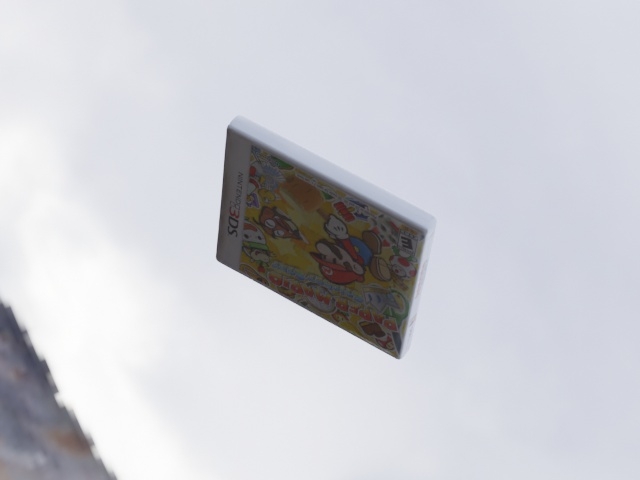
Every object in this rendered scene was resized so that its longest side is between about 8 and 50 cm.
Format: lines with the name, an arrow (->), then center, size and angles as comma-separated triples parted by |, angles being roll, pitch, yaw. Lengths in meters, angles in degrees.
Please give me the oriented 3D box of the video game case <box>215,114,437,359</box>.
video game case -> 0.000, 0.000, 1.917 | 0.227, 0.026, 0.206 | 28, -38, 16
